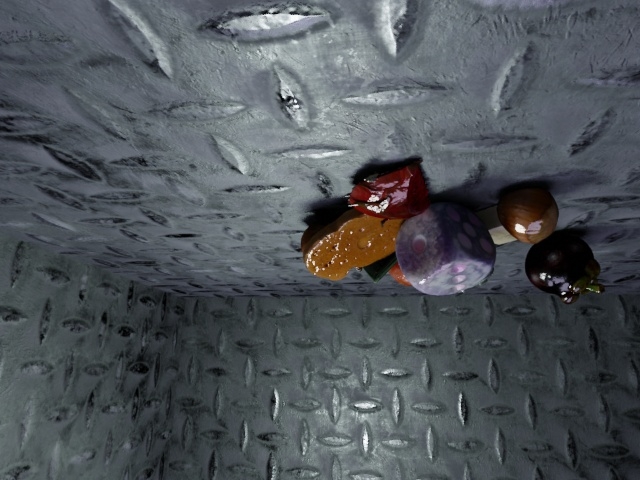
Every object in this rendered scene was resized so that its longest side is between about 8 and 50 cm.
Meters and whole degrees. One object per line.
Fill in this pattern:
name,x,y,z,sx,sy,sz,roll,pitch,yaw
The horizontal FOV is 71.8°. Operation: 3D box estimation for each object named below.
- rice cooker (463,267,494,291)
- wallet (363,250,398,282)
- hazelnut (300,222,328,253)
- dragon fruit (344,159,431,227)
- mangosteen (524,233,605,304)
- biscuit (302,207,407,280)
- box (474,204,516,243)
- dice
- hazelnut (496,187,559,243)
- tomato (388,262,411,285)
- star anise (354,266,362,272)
rice cooker,0.640,0.089,2.004,0.280,0.227,0.241,-28,-175,-16
wallet,0.287,0.061,1.918,0.055,0.236,0.160,37,-170,-28
hazelnut,0.000,0.000,1.887,0.181,0.182,0.182,1,164,0
dragon fruit,0.232,-0.126,1.484,0.281,0.101,0.343,-10,158,19
mangosteen,1.084,0.131,2.001,0.296,0.314,0.297,-8,170,-1
biscuit,0.142,-0.001,1.760,0.454,0.078,0.350,-26,147,6
box,0.713,-0.060,1.759,0.211,0.095,0.168,11,162,-32
dice,0.466,0.034,1.670,0.271,0.270,0.270,10,141,-31
hazelnut,0.714,-0.093,1.532,0.214,0.176,0.214,34,158,16
tomato,0.430,0.104,2.131,0.188,0.232,0.232,27,154,-23
star anise,0.165,0.128,2.485,0.190,0.070,0.097,-8,134,32
